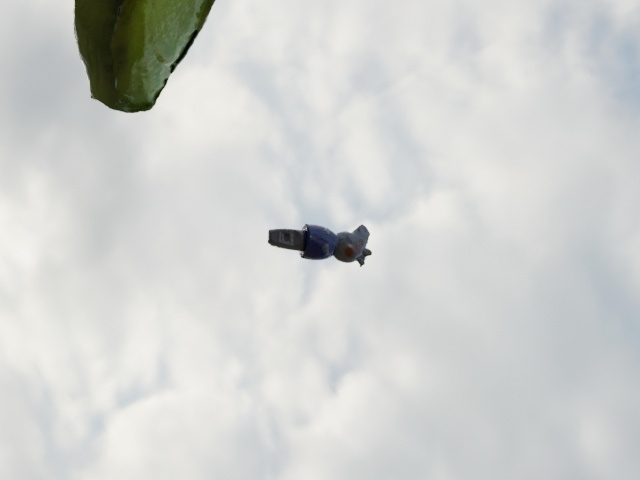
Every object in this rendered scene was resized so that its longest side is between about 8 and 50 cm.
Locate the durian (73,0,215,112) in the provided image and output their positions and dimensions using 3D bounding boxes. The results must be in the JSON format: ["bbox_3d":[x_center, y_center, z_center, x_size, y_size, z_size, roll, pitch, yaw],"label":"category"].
[{"bbox_3d":[-0.172,-0.251,1.673,0.101,0.139,0.250,27,-77,37],"label":"durian"}]

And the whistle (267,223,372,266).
[{"bbox_3d":[0.000,0.000,1.299,0.029,0.083,0.033,140,-45,-69],"label":"whistle"}]
